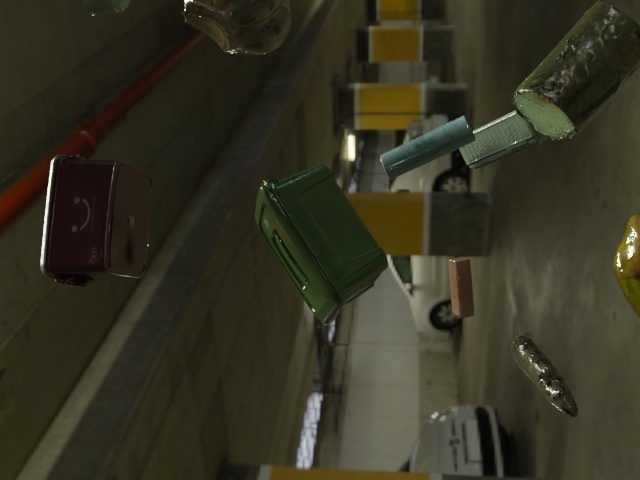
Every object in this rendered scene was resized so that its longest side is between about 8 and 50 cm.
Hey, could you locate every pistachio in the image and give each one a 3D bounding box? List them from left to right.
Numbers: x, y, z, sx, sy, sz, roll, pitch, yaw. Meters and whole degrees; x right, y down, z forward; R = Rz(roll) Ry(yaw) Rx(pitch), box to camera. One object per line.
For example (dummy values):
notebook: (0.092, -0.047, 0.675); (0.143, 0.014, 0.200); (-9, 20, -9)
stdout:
pistachio: (0.482, 0.052, 1.100); (0.189, 0.100, 0.110); (58, -161, -3)

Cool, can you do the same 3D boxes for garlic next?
garlic: (-0.182, -0.549, 1.739); (0.292, 0.237, 0.210); (-58, -17, -28)

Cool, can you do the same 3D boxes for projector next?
projector: (0.484, -0.269, 1.855); (0.256, 0.192, 0.099); (-23, 95, 59)

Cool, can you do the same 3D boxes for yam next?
yam: (0.547, -0.354, 1.559); (0.304, 0.168, 0.168); (-48, -8, 1)

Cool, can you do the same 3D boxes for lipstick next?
lipstick: (0.180, -0.156, 1.290); (0.048, 0.157, 0.048); (54, -159, -32)
lipstick: (0.348, 0.115, 1.881); (0.045, 0.045, 0.146); (-158, 60, -68)

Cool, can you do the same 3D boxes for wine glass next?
wine glass: (-0.412, -0.539, 1.640); (0.079, 0.195, 0.079); (-9, -90, -76)

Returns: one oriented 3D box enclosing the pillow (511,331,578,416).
pillow: (0.416, 0.241, 1.453); (0.241, 0.051, 0.093); (-116, 2, -64)

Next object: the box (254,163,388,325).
box: (0.000, 0.000, 1.735); (0.329, 0.177, 0.253); (56, 163, 11)

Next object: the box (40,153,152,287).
box: (-0.490, -0.043, 1.707); (0.193, 0.167, 0.294); (26, -114, -70)
